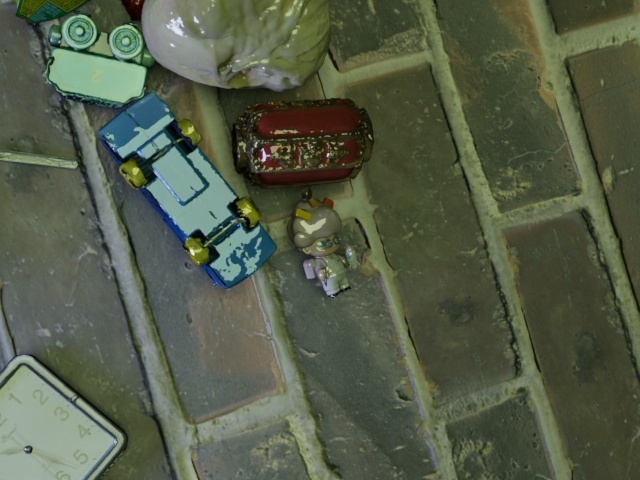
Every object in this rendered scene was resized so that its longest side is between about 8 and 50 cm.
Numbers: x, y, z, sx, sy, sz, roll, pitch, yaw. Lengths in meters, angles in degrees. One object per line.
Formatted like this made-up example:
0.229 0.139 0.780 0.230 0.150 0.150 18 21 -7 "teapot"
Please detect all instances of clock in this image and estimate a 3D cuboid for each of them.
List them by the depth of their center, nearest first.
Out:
-0.541 0.391 1.726 0.279 0.049 0.273 42 79 -7 "clock"

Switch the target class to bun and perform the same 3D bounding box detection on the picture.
-0.139 -0.388 1.702 0.361 0.361 0.213 -9 63 -12 "bun"

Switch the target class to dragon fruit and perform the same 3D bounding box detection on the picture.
-0.336 -0.502 1.812 0.131 0.063 0.097 -34 94 -11 "dragon fruit"

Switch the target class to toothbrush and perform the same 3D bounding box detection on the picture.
-0.607 -0.162 1.758 0.294 0.028 0.026 7 87 -16 "toothbrush"

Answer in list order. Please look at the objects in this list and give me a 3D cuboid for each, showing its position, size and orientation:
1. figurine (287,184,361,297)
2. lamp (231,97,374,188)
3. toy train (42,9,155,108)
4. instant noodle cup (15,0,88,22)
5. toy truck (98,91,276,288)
0.000 0.000 1.834 0.137 0.112 0.228 -26 100 -39 "figurine"
-0.036 -0.189 1.801 0.274 0.177 0.177 -7 88 -12 "lamp"
-0.420 -0.337 1.765 0.203 0.112 0.162 10 91 -10 "toy train"
-0.535 -0.556 1.717 0.207 0.207 0.232 -34 87 -12 "instant noodle cup"
-0.249 -0.090 1.757 0.161 0.162 0.385 -40 96 -11 "toy truck"
